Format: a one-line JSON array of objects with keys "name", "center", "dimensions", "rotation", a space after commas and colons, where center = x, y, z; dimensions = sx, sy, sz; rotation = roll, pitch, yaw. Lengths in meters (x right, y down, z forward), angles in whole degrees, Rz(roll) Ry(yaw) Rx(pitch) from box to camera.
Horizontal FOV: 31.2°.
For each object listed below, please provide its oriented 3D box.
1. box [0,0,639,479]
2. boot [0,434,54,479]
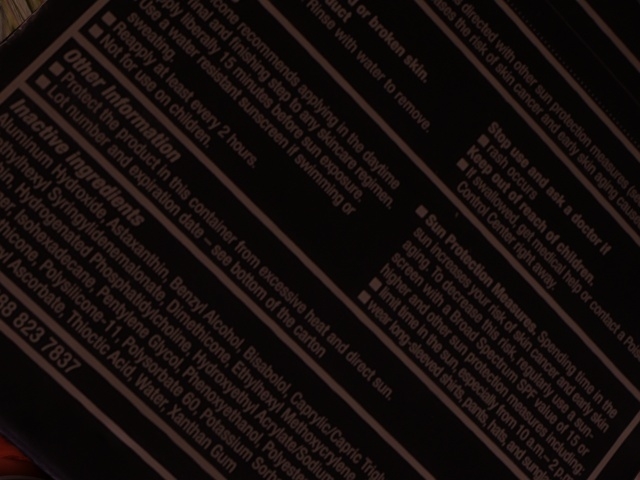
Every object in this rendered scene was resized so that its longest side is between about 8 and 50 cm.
[{"name": "box", "center": [0.000, 0.000, 0.501], "dimensions": [0.296, 0.294, 0.183], "rotation": [46, 165, -12]}, {"name": "boot", "center": [-0.140, 0.106, 0.474], "dimensions": [0.084, 0.059, 0.158], "rotation": [43, 168, 14]}]
